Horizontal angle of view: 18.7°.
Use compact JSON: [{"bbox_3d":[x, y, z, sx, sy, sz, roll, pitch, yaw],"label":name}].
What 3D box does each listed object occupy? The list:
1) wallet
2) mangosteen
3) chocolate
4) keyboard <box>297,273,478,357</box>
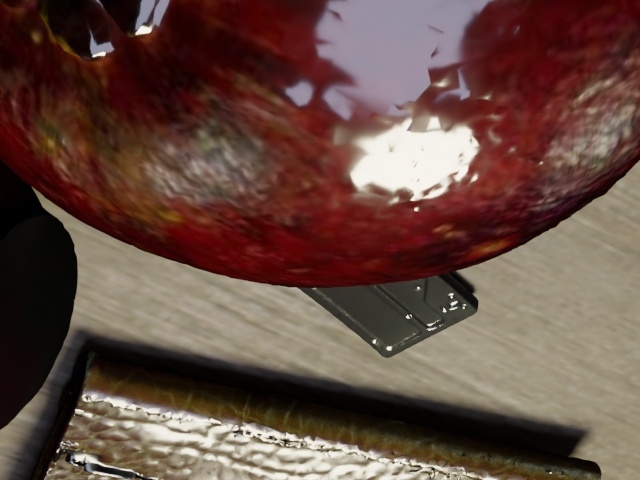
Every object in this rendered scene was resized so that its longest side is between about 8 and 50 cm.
[{"bbox_3d":[-0.009,0.120,0.875,0.243,0.039,0.133,13,135,-20],"label":"wallet"},{"bbox_3d":[0.016,-0.111,0.520,0.261,0.235,0.235,-27,160,-48],"label":"mangosteen"},{"bbox_3d":[-0.165,0.015,0.689,0.133,0.124,0.127,23,142,16],"label":"chocolate"},{"bbox_3d":[0.000,0.000,0.764,0.053,0.010,0.155,-29,133,25],"label":"keyboard"}]
